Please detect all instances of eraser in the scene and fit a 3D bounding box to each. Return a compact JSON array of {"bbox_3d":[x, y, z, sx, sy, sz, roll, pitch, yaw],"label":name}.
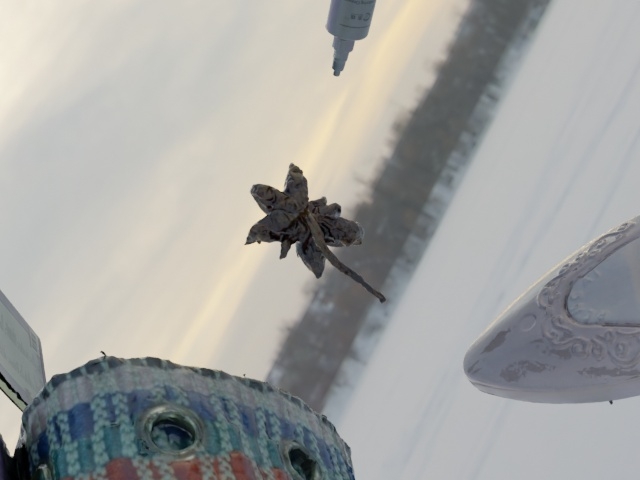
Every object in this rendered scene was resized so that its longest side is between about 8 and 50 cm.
[{"bbox_3d":[0.247,0.086,1.446,0.243,0.059,0.204,-25,42,21],"label":"eraser"}]

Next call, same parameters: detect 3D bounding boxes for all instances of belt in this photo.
[{"bbox_3d":[-0.081,0.200,0.920,0.207,0.295,0.160,-27,50,15],"label":"belt"}]

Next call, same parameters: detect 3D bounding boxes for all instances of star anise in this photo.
[{"bbox_3d":[0.000,0.000,1.533,0.097,0.191,0.070,-45,-7,-25],"label":"star anise"}]

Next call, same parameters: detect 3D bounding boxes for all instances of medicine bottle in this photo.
[{"bbox_3d":[0.039,-0.290,1.789,0.057,0.058,0.199,-57,-16,-55],"label":"medicine bottle"}]

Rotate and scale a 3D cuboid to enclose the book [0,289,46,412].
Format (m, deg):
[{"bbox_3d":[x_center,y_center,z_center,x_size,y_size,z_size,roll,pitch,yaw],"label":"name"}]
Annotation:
[{"bbox_3d":[-0.426,0.152,1.984,0.231,0.026,0.157,68,-175,-57],"label":"book"}]
